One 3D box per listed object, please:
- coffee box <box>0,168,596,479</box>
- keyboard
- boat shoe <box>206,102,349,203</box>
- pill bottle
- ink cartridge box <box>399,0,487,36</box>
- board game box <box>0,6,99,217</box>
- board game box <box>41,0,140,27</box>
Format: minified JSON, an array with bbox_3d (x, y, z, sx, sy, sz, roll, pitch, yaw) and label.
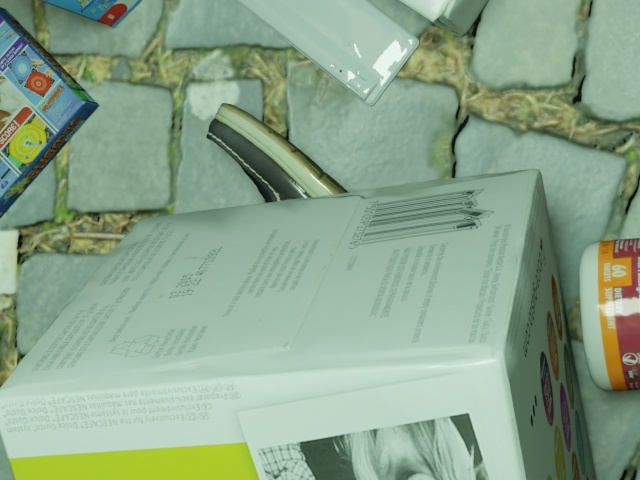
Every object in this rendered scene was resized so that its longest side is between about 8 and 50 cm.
[{"bbox_3d":[0.012,0.173,1.162,0.338,0.337,0.334,-7,110,15],"label":"coffee box"},{"bbox_3d":[-0.031,-0.222,1.399,0.256,0.014,0.072,39,94,13],"label":"keyboard"},{"bbox_3d":[0.000,0.000,1.340,0.285,0.103,0.092,43,95,7],"label":"boat shoe"},{"bbox_3d":[0.319,0.052,1.234,0.221,0.121,0.121,-6,87,16],"label":"pill bottle"},{"bbox_3d":[0.053,-0.327,1.320,0.278,0.117,0.201,35,99,14],"label":"ink cartridge box"},{"bbox_3d":[-0.319,-0.098,1.467,0.136,0.035,0.201,46,101,12],"label":"board game box"},{"bbox_3d":[-0.297,-0.337,1.327,0.086,0.302,0.308,-42,79,11],"label":"board game box"}]
